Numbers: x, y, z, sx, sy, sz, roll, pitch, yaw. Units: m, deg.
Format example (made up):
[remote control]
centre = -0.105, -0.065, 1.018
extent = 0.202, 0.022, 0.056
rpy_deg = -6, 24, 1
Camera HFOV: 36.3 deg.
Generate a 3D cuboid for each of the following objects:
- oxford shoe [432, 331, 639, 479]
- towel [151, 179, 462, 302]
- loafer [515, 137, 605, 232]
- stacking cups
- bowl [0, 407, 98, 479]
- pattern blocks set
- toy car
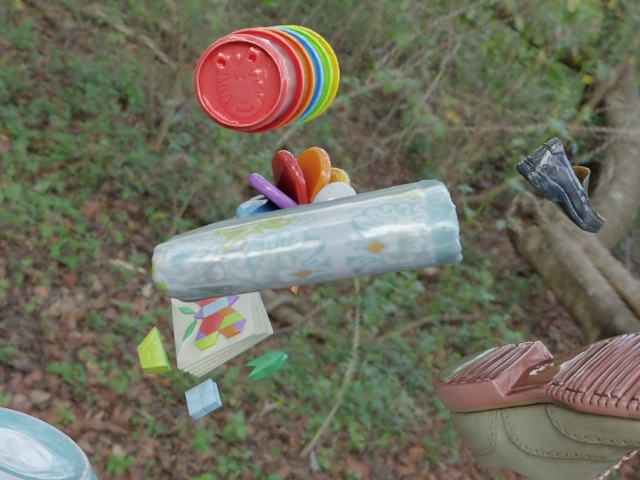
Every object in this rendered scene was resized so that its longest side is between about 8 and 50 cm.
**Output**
[oxford shoe]
centre = 0.294, 0.189, 1.029
extent = 0.140, 0.146, 0.397
rpy_deg = -27, 10, -31
[towel]
centre = 0.000, 0.000, 1.159
extent = 0.321, 0.090, 0.374
rpy_deg = -12, 3, 6
[loafer]
centre = 0.314, -0.064, 1.212
extent = 0.170, 0.061, 0.062
rpy_deg = 33, 14, -41
[stacking cups]
centre = -0.039, -0.124, 0.789
extent = 0.096, 0.096, 0.316
rpy_deg = 31, 13, -3
[bowl]
centre = -0.390, 0.312, 1.166
extent = 0.312, 0.163, 0.311
rpy_deg = 27, 8, -4
[pattern blocks set]
centre = -0.159, 0.110, 1.501
extent = 0.026, 0.285, 0.325
rpy_deg = 54, -1, -43
[toy car]
centre = -0.047, -0.058, 1.407
extent = 0.159, 0.182, 0.136
rpy_deg = 38, -10, 50
